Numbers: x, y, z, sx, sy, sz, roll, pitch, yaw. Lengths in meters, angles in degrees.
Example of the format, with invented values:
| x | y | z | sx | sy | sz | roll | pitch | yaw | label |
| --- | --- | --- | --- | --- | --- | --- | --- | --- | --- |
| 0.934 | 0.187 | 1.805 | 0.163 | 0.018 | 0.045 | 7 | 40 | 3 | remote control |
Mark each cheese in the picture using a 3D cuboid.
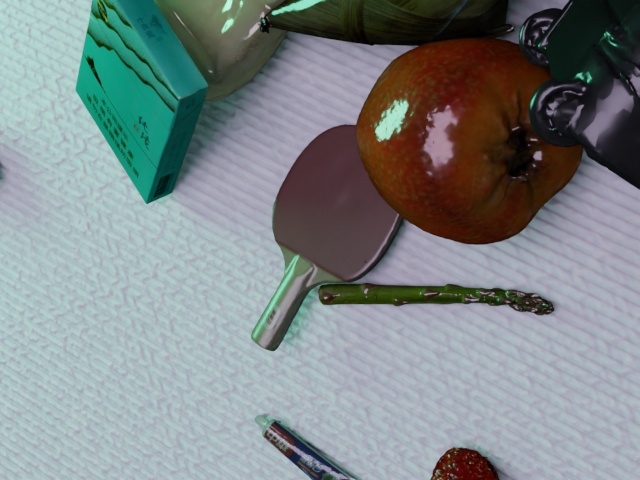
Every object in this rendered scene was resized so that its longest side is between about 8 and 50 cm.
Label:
| x | y | z | sx | sy | sz | roll | pitch | yaw | label |
| --- | --- | --- | --- | --- | --- | --- | --- | --- | --- |
| -0.077 | -0.262 | 1.460 | 0.263 | 0.093 | 0.159 | -44 | 70 | 24 | cheese |

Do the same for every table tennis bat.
| x | y | z | sx | sy | sz | roll | pitch | yaw | label |
| --- | --- | --- | --- | --- | --- | --- | --- | --- | --- |
| 0.000 | 0.000 | 1.456 | 0.138 | 0.022 | 0.246 | 34 | 98 | 28 | table tennis bat |

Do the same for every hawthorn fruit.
| x | y | z | sx | sy | sz | roll | pitch | yaw | label |
| --- | --- | --- | --- | --- | --- | --- | --- | --- | --- |
| 0.117 | -0.100 | 1.326 | 0.225 | 0.197 | 0.196 | 23 | 103 | 50 | hawthorn fruit |

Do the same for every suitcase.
| x | y | z | sx | sy | sz | roll | pitch | yaw | label |
| --- | --- | --- | --- | --- | --- | --- | --- | --- | --- |
| 0.325 | -0.093 | 1.086 | 0.339 | 0.345 | 0.188 | 38 | 106 | -6 | suitcase |

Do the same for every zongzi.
| x | y | z | sx | sy | sz | roll | pitch | yaw | label |
| --- | --- | --- | --- | --- | --- | --- | --- | --- | --- |
| 0.055 | -0.237 | 1.285 | 0.242 | 0.221 | 0.112 | -4 | 81 | 2 | zongzi |

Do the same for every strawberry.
| x | y | z | sx | sy | sz | roll | pitch | yaw | label |
| --- | --- | --- | --- | --- | --- | --- | --- | --- | --- |
| 0.139 | 0.243 | 1.379 | 0.083 | 0.083 | 0.096 | -36 | 47 | 24 | strawberry |

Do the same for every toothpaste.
| x | y | z | sx | sy | sz | roll | pitch | yaw | label |
| --- | --- | --- | --- | --- | --- | --- | --- | --- | --- |
| -0.015 | 0.224 | 1.488 | 0.140 | 0.021 | 0.037 | 37 | 113 | 19 | toothpaste |

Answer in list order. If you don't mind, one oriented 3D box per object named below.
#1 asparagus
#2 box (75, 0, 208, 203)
| x | y | z | sx | sy | sz | roll | pitch | yaw | label |
| --- | --- | --- | --- | --- | --- | --- | --- | --- | --- |
| 0.110 | 0.056 | 1.414 | 0.249 | 0.024 | 0.025 | 1 | 135 | 27 | asparagus |
| -0.187 | -0.156 | 1.477 | 0.161 | 0.042 | 0.226 | 56 | 154 | 13 | box |
